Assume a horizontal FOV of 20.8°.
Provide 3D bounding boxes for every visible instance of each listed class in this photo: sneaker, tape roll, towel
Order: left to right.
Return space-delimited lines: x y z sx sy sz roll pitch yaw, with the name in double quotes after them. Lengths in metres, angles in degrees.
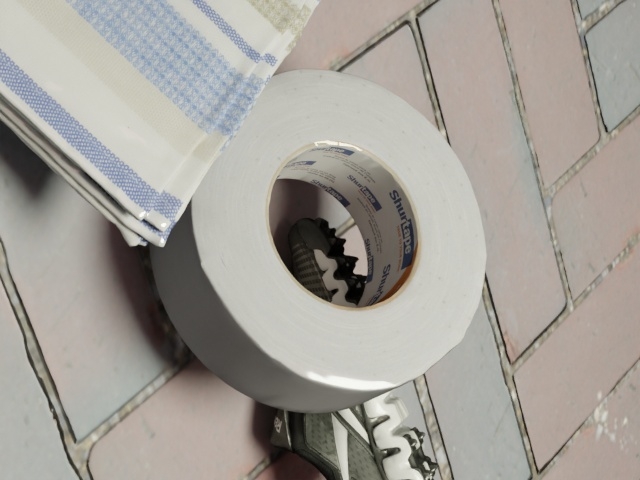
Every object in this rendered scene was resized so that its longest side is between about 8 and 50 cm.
-0.108 -0.161 1.075 0.209 0.034 0.285 43 57 -19 "towel"
0.000 0.000 1.156 0.219 0.072 0.219 10 68 -25 "tape roll"
0.004 0.102 1.239 0.078 0.106 0.234 2 67 -79 "sneaker"
